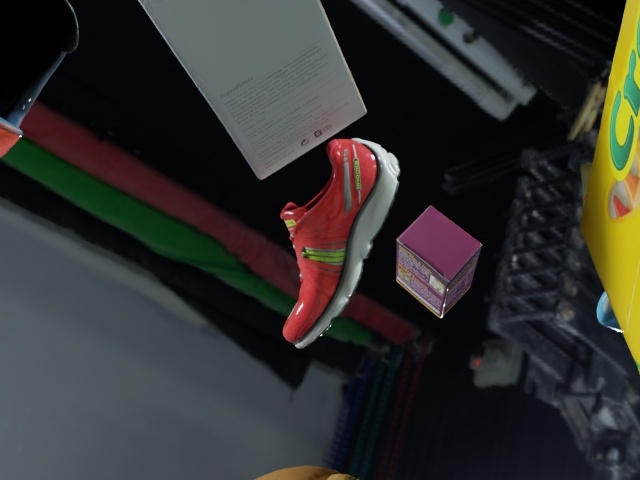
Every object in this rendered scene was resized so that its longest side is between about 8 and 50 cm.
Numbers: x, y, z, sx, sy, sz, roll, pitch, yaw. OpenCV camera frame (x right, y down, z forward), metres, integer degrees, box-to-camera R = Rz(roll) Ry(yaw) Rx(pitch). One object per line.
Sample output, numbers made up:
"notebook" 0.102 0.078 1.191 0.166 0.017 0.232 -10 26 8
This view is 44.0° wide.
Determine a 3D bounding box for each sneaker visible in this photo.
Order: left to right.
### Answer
"sneaker" -0.248 -0.203 0.613 0.148 0.349 0.131 -12 -25 30
"sneaker" 0.000 0.000 0.997 0.118 0.279 0.107 21 14 -6

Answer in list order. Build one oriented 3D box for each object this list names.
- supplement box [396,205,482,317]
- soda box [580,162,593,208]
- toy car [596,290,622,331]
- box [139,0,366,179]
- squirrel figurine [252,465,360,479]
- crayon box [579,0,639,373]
"supplement box" 0.183 0.038 1.256 0.104 0.081 0.188 40 -14 18
"soda box" 0.372 -0.060 0.844 0.181 0.061 0.058 -5 1 -16
"toy car" 0.600 0.048 1.295 0.219 0.237 0.210 20 -31 -9
"box" -0.105 -0.274 0.937 0.215 0.168 0.345 58 0 34
"squirrel figurine" -0.013 0.309 0.382 0.281 0.370 0.397 -24 -16 37
"crayon box" 0.197 -0.058 0.255 0.106 0.313 0.362 -1 -54 0
